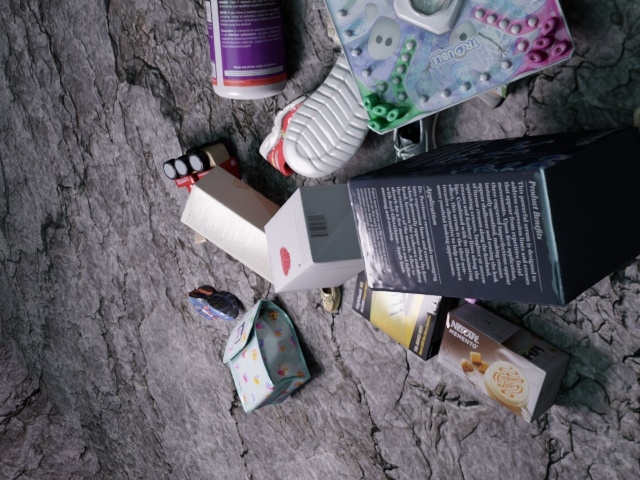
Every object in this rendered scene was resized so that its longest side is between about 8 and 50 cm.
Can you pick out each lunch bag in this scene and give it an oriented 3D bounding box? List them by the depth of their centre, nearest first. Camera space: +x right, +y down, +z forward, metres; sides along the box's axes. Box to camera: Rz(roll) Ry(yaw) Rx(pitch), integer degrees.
[{"bbox_3d":[-0.166,0.320,2.324,0.223,0.160,0.262,-48,59,50],"label":"lunch bag"}]

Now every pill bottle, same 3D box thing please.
[{"bbox_3d":[-0.176,-0.507,1.949,0.181,0.181,0.323,19,120,42],"label":"pill bottle"}]

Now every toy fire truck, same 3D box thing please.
[{"bbox_3d":[-0.319,-0.136,2.312,0.217,0.158,0.246,-8,112,49],"label":"toy fire truck"}]

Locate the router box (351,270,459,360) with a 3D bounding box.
[{"bbox_3d":[0.202,0.080,1.864,0.243,0.081,0.309,33,129,35],"label":"router box"}]

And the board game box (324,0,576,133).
[{"bbox_3d":[0.187,-0.428,1.422,0.389,0.050,0.390,-19,94,29],"label":"board game box"}]

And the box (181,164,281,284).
[{"bbox_3d":[-0.194,-0.041,2.141,0.311,0.121,0.148,35,132,6],"label":"box"}]

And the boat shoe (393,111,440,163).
[{"bbox_3d":[0.186,-0.217,1.737,0.116,0.099,0.320,29,126,37],"label":"boat shoe"}]

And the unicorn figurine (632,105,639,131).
[{"bbox_3d":[0.578,-0.186,1.346,0.161,0.060,0.111,20,121,41],"label":"unicorn figurine"}]

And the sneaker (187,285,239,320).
[{"bbox_3d":[-0.316,0.204,2.510,0.221,0.083,0.087,18,133,49],"label":"sneaker"}]

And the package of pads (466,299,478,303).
[{"bbox_3d":[0.335,0.088,1.743,0.032,0.050,0.083,24,123,34],"label":"package of pads"}]

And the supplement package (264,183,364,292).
[{"bbox_3d":[0.000,0.000,1.896,0.293,0.175,0.178,138,123,-65],"label":"supplement package"}]

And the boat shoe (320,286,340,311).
[{"bbox_3d":[0.019,0.118,2.108,0.056,0.048,0.153,27,125,38],"label":"boat shoe"}]

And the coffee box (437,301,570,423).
[{"bbox_3d":[0.379,0.247,1.727,0.246,0.098,0.141,33,129,34],"label":"coffee box"}]

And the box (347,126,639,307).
[{"bbox_3d":[0.295,-0.046,1.377,0.395,0.293,0.212,1,108,47],"label":"box"}]

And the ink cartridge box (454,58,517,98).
[{"bbox_3d":[0.341,-0.374,1.473,0.109,0.062,0.209,32,89,16],"label":"ink cartridge box"}]

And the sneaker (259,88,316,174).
[{"bbox_3d":[-0.049,-0.259,1.996,0.118,0.107,0.279,49,146,9],"label":"sneaker"}]

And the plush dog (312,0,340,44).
[{"bbox_3d":[0.068,-0.559,1.642,0.262,0.210,0.226,-33,50,27],"label":"plush dog"}]

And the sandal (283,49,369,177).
[{"bbox_3d":[0.067,-0.306,1.842,0.169,0.102,0.416,42,122,7],"label":"sandal"}]

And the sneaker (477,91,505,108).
[{"bbox_3d":[0.257,-0.344,1.607,0.271,0.100,0.108,37,136,32],"label":"sneaker"}]
